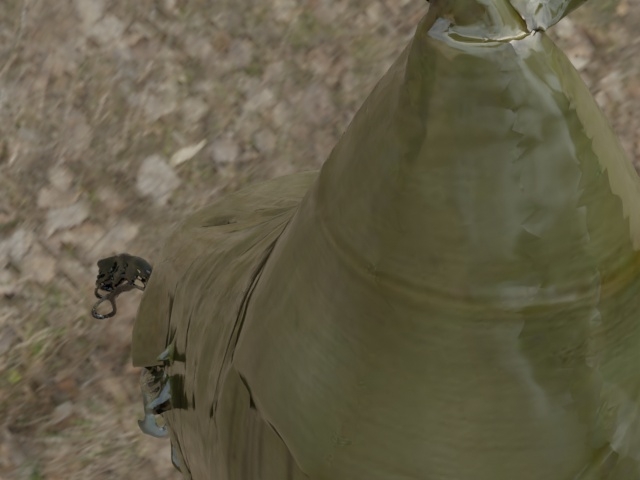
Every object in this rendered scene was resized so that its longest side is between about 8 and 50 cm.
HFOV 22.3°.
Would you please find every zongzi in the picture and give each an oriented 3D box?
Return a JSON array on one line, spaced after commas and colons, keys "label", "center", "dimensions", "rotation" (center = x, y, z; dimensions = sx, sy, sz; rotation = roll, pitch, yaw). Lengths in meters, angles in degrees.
[{"label": "zongzi", "center": [0.000, 0.000, 0.591], "dimensions": [0.181, 0.447, 0.418], "rotation": [-26, 130, -12]}]
